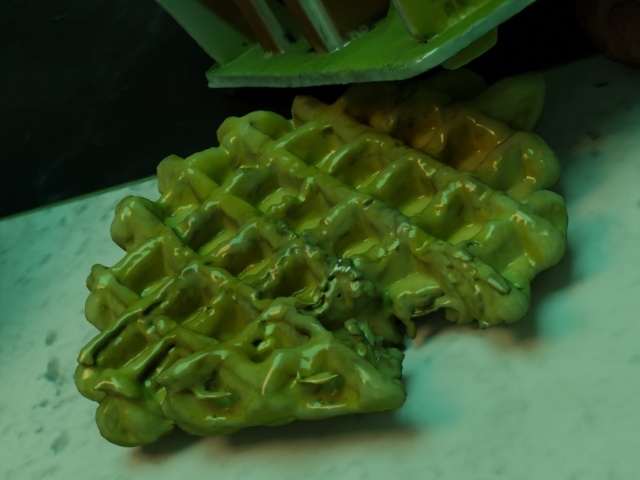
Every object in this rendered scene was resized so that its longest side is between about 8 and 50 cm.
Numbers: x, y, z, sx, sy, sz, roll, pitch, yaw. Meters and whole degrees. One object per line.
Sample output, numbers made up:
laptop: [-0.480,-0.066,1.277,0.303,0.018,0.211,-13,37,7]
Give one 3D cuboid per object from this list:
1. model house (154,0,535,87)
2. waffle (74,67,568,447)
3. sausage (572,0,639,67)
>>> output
model house: [-0.055,-0.226,0.998,0.340,0.323,0.300,-34,15,-17]
waffle: [0.001,0.002,0.982,0.261,0.056,0.250,-11,38,24]
sausage: [0.194,-0.121,0.995,0.141,0.076,0.076,17,55,44]
